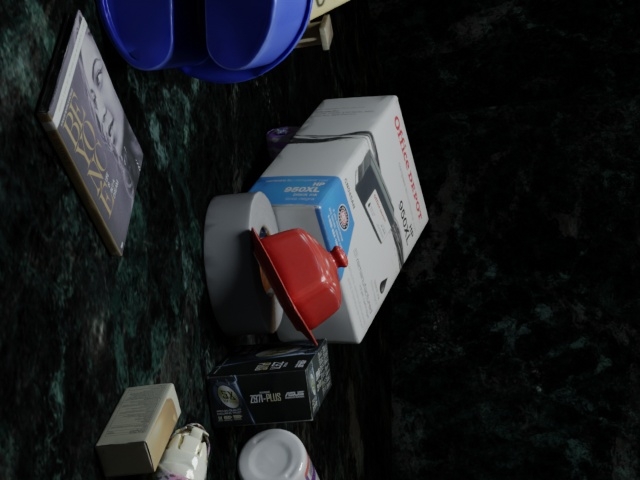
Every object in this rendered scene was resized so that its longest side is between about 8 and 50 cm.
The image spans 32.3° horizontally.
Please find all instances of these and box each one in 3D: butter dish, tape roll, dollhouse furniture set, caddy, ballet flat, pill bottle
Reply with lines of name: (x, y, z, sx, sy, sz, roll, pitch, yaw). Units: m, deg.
butter dish: (-0.015, 0.048, 1.613, 0.160, 0.118, 0.160, 60, -2, 29)
tape roll: (-0.114, 0.036, 1.696, 0.219, 0.072, 0.219, -6, 90, -79)
dollhouse furniture set: (-0.081, -0.379, 1.795, 0.129, 0.183, 0.129, -78, 159, -59)
caddy: (-0.136, -0.351, 1.312, 0.179, 0.241, 0.341, -50, 141, -66)
ballet flat: (-0.155, 0.248, 1.235, 0.079, 0.077, 0.221, -63, -175, 2)
pill bottle: (-0.055, 0.383, 1.720, 0.193, 0.108, 0.108, 72, 16, -50)

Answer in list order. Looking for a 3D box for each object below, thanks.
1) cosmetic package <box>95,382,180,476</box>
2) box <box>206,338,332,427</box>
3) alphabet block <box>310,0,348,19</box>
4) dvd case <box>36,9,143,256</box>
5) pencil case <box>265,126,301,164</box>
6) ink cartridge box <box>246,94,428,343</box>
cosmetic package: (-0.195, 0.203, 1.196, 0.115, 0.060, 0.041, -70, 151, -63)
box: (-0.071, 0.206, 1.624, 0.180, 0.147, 0.078, -42, 126, -76)
alphabet block: (-0.031, -0.511, 1.910, 0.193, 0.197, 0.192, 39, -29, 44)
dvd case: (-0.246, -0.115, 1.214, 0.221, 0.018, 0.165, 72, 16, -47)
pencil case: (-0.048, -0.121, 2.098, 0.086, 0.088, 0.206, -70, 154, -72)
ink cartridge box: (0.036, -0.047, 1.978, 0.395, 0.166, 0.285, -56, 138, -48)
